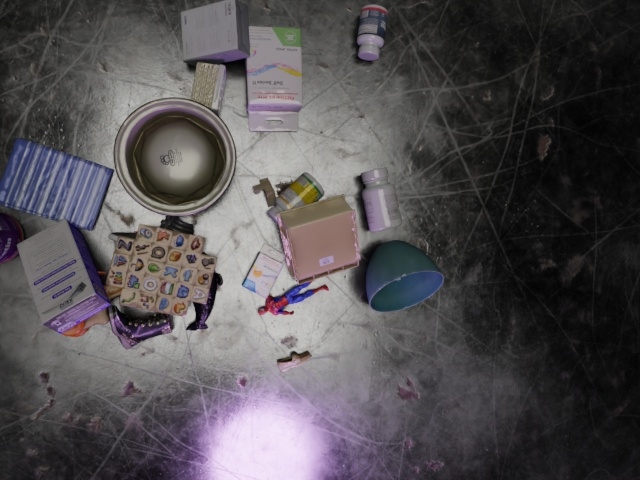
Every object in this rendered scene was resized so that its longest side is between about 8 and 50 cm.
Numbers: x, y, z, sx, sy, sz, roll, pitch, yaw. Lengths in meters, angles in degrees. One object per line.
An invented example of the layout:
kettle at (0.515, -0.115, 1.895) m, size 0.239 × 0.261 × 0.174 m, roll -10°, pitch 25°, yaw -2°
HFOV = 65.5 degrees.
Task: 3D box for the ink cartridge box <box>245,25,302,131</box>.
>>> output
ink cartridge box at (-0.172, -0.591, 1.840) m, size 0.207 × 0.119 × 0.354 m, roll -2°, pitch 91°, yaw -11°

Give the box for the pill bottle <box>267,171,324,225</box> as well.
pill bottle at (-0.094, -0.146, 1.859) m, size 0.208 × 0.117 × 0.117 m, roll -44°, pitch 98°, yaw -8°

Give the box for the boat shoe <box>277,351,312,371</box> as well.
boat shoe at (-0.099, 0.456, 1.898) m, size 0.135 × 0.050 × 0.045 m, roll -24°, pitch 100°, yaw -9°

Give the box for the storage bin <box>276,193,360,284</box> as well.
storage bin at (0.000, 0.000, 1.828) m, size 0.262 × 0.123 × 0.261 m, roll -17°, pitch 124°, yaw -12°

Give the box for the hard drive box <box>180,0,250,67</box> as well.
hard drive box at (-0.373, -0.731, 1.762) m, size 0.232 × 0.089 × 0.181 m, roll -1°, pitch 92°, yaw 22°

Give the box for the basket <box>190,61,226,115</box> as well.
basket at (-0.406, -0.548, 1.801) m, size 0.103 × 0.113 × 0.167 m, roll 9°, pitch 88°, yaw -8°

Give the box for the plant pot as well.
plant pot at (0.291, 0.114, 1.878) m, size 0.290 × 0.290 × 0.196 m, roll -12°, pitch 58°, yaw -10°

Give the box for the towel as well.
towel at (-0.936, -0.194, 1.750) m, size 0.335 × 0.040 × 0.243 m, roll 18°, pitch 86°, yaw -12°

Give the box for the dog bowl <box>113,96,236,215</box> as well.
dog bowl at (-0.505, -0.288, 1.767) m, size 0.407 × 0.150 × 0.408 m, roll 0°, pitch 91°, yaw -10°

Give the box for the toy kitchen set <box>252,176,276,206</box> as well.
toy kitchen set at (-0.214, -0.178, 1.881) m, size 0.068 × 0.075 × 0.083 m, roll -19°, pitch 54°, yaw -13°

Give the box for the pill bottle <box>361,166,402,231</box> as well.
pill bottle at (0.229, -0.158, 1.912) m, size 0.131 × 0.131 × 0.229 m, roll -13°, pitch 93°, yaw -10°

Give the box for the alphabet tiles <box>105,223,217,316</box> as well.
alphabet tiles at (-0.546, 0.104, 1.724) m, size 0.342 × 0.011 × 0.285 m, roll 13°, pitch 83°, yaw -12°

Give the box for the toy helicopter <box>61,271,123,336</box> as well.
toy helicopter at (-0.777, 0.176, 1.751) m, size 0.354 × 0.140 × 0.235 m, roll -23°, pitch 86°, yaw -20°

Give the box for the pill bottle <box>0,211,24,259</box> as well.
pill bottle at (-1.092, -0.008, 1.571) m, size 0.181 × 0.323 × 0.182 m, roll 0°, pitch 91°, yaw -10°

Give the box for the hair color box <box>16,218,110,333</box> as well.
hair color box at (-0.853, 0.113, 1.648) m, size 0.185 × 0.110 × 0.339 m, roll -30°, pitch 61°, yaw -9°

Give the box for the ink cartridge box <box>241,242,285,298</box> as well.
ink cartridge box at (-0.208, 0.112, 1.868) m, size 0.104 × 0.061 × 0.181 m, roll 27°, pitch 85°, yaw -10°

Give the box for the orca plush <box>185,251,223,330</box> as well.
orca plush at (-0.443, 0.189, 1.805) m, size 0.151 × 0.102 × 0.287 m, roll 16°, pitch 88°, yaw -10°

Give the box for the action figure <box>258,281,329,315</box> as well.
action figure at (-0.102, 0.218, 1.854) m, size 0.280 × 0.139 × 0.092 m, roll -25°, pitch 100°, yaw -7°

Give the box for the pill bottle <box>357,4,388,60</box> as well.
pill bottle at (0.196, -0.796, 1.913) m, size 0.107 × 0.108 × 0.180 m, roll 7°, pitch 90°, yaw -10°

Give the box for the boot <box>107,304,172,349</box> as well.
boot at (-0.627, 0.279, 1.733) m, size 0.178 × 0.236 × 0.085 m, roll -17°, pitch 52°, yaw -14°

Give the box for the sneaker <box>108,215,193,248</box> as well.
sneaker at (-0.593, -0.031, 1.782) m, size 0.295 × 0.104 × 0.147 m, roll 12°, pitch 85°, yaw -14°
